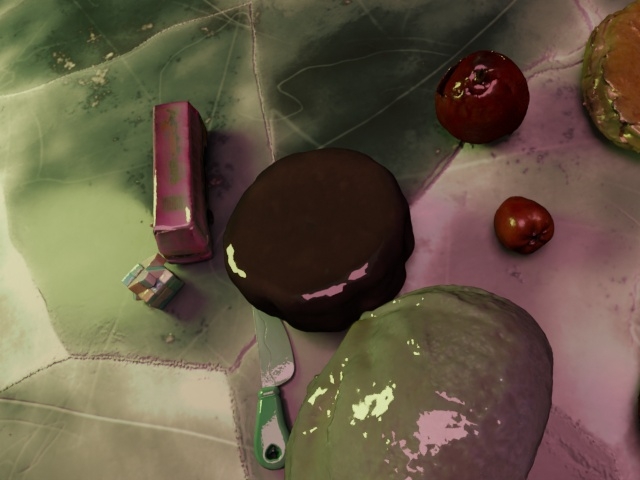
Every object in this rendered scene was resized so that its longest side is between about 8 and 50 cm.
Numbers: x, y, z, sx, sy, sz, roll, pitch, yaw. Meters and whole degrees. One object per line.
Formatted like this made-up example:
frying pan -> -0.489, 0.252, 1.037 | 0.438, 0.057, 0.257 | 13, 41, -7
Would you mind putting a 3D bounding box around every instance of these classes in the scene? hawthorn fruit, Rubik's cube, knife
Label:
hawthorn fruit -> 0.251, -0.229, 0.778 | 0.148, 0.172, 0.148 | 0, 89, 20
Rubik's cube -> -0.275, 0.063, 0.802 | 0.073, 0.084, 0.075 | 37, 62, 17
knife -> -0.070, 0.199, 0.737 | 0.063, 0.034, 0.260 | -7, 63, 3
hawthorn fruit -> 0.299, -0.029, 0.742 | 0.081, 0.081, 0.093 | -19, 37, 2

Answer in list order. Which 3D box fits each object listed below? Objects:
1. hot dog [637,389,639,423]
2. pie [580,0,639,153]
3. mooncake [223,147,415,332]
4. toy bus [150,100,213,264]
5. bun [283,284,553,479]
hot dog -> 0.485, 0.198, 0.596 | 0.160, 0.099, 0.227 | 31, 77, 20
pie -> 0.582, -0.256, 0.776 | 0.340, 0.083, 0.339 | -3, 65, 7
mooncake -> 0.000, 0.000, 0.745 | 0.283, 0.141, 0.283 | -6, 57, 10
toy bus -> -0.242, -0.103, 0.851 | 0.090, 0.112, 0.274 | -9, 66, -2
bun -> 0.095, 0.195, 0.541 | 0.211, 0.362, 0.362 | 31, 76, 17
